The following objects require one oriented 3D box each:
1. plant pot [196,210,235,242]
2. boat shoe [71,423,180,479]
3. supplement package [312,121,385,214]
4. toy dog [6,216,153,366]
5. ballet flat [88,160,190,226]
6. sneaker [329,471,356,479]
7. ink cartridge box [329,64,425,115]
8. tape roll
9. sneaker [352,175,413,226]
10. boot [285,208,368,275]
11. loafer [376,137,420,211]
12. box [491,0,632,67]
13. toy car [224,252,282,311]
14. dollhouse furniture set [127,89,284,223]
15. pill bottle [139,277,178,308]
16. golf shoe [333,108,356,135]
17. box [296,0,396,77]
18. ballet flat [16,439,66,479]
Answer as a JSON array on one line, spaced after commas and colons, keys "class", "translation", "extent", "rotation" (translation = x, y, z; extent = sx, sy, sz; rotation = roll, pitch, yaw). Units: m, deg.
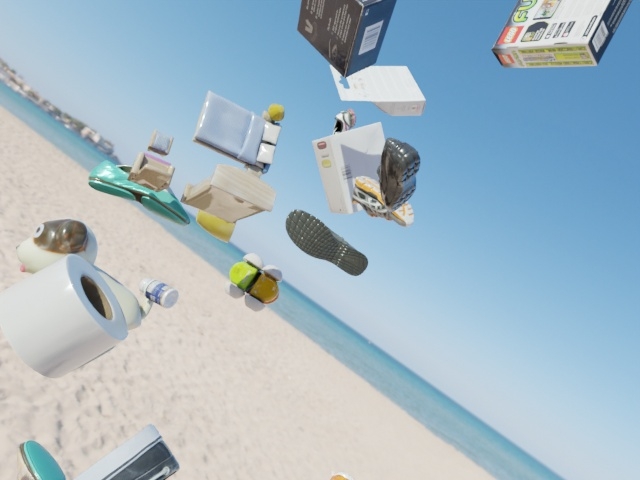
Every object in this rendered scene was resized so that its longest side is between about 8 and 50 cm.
[{"class": "plant pot", "translation": [-0.280, -0.070, 1.252], "extent": [0.095, 0.134, 0.134], "rotation": [16, 0, -19]}, {"class": "boat shoe", "translation": [-0.332, 0.392, 0.636], "extent": [0.105, 0.113, 0.306], "rotation": [49, 37, 8]}, {"class": "supplement package", "translation": [0.117, -0.243, 1.587], "extent": [0.145, 0.203, 0.262], "rotation": [11, -61, 65]}, {"class": "toy dog", "translation": [-0.727, 0.131, 1.390], "extent": [0.284, 0.395, 0.408], "rotation": [7, -60, 61]}, {"class": "ballet flat", "translation": [-0.409, -0.120, 1.087], "extent": [0.247, 0.087, 0.083], "rotation": [24, -23, -11]}, {"class": "sneaker", "translation": [0.092, 0.542, 0.942], "extent": [0.175, 0.064, 0.067], "rotation": [21, 34, 9]}, {"class": "ink cartridge box", "translation": [0.152, -0.417, 1.285], "extent": [0.066, 0.232, 0.189], "rotation": [92, -10, -48]}, {"class": "tape roll", "translation": [-0.602, 0.177, 1.102], "extent": [0.246, 0.169, 0.246], "rotation": [57, -9, 15]}, {"class": "sneaker", "translation": [0.168, -0.094, 1.275], "extent": [0.084, 0.083, 0.215], "rotation": [-7, 39, -42]}, {"class": "boot", "translation": [0.000, 0.000, 1.175], "extent": [0.246, 0.083, 0.161], "rotation": [35, 2, -20]}, {"class": "loafer", "translation": [0.156, -0.133, 0.969], "extent": [0.078, 0.076, 0.223], "rotation": [50, -12, 21]}, {"class": "box", "translation": [0.289, -0.289, 0.510], "extent": [0.036, 0.207, 0.114], "rotation": [31, -3, -38]}, {"class": "toy car", "translation": [-0.216, 0.144, 1.544], "extent": [0.181, 0.159, 0.136], "rotation": [30, -14, 11]}, {"class": "dollhouse furniture set", "translation": [-0.209, -0.228, 1.008], "extent": [0.286, 0.304, 0.198], "rotation": [24, -19, -30]}, {"class": "pill bottle", "translation": [-0.513, 0.163, 1.466], "extent": [0.120, 0.067, 0.067], "rotation": [21, -12, 25]}, {"class": "golf shoe", "translation": [0.077, -0.391, 1.705], "extent": [0.067, 0.085, 0.186], "rotation": [48, -28, 35]}, {"class": "box", "translation": [0.044, -0.427, 0.870], "extent": [0.158, 0.093, 0.156], "rotation": [50, -26, 16]}, {"class": "ballet flat", "translation": [-0.643, 0.617, 1.097], "extent": [0.316, 0.106, 0.108], "rotation": [37, -13, 18]}]
